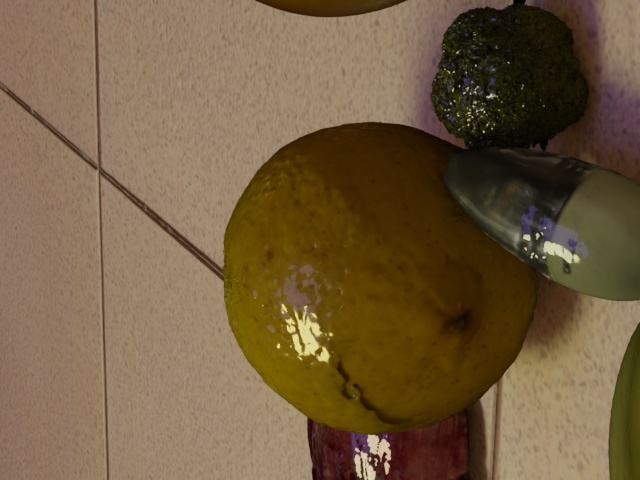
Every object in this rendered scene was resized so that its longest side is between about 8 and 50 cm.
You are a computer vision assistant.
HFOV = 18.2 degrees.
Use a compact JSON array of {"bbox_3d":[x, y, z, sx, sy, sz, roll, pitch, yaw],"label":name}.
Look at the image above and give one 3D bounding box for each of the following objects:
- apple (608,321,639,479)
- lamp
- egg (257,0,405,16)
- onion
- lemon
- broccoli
[{"bbox_3d":[0.310,0.132,1.278,0.279,0.279,0.279,34,129,56],"label":"apple"},{"bbox_3d":[0.197,-0.014,1.554,0.250,0.101,0.101,25,125,31],"label":"lamp"},{"bbox_3d":[0.020,-0.328,1.631,0.351,0.283,0.282,-21,81,54],"label":"egg"},{"bbox_3d":[0.059,0.225,1.948,0.227,0.120,0.283,177,83,-69],"label":"onion"},{"bbox_3d":[0.049,0.032,1.723,0.293,0.293,0.293,34,129,56],"label":"lemon"},{"bbox_3d":[0.154,-0.132,1.633,0.131,0.130,0.120,45,-169,8],"label":"broccoli"}]
